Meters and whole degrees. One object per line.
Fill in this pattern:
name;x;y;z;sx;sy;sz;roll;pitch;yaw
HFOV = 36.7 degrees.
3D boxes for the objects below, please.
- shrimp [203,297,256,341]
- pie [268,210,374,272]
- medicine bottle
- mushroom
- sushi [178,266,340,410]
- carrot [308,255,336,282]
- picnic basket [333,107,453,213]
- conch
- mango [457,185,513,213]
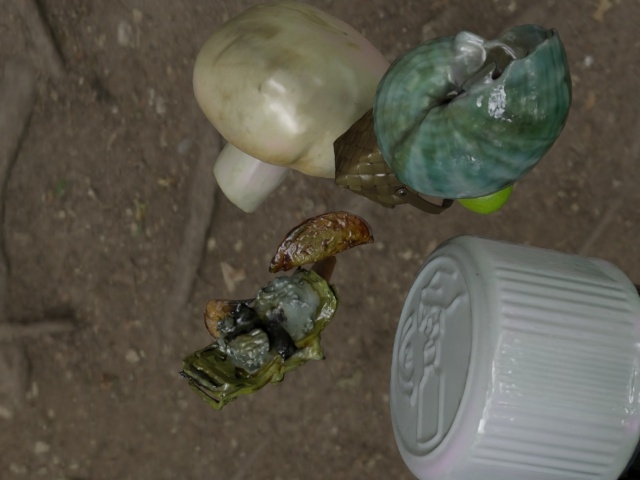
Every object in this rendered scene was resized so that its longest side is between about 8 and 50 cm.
shrimp;-0.136;0.175;1.938;0.075;0.289;0.178;-52;120;-25
pie;0.001;-0.002;1.599;0.191;0.033;0.088;-18;123;-14
medicine bottle;0.251;0.113;0.686;0.395;0.242;0.242;8;126;-11
mushroom;-0.058;-0.235;1.553;0.353;0.353;0.325;-30;132;9
sushi;-0.084;0.158;1.566;0.291;0.139;0.131;-36;143;-28
carrot;-0.006;0.075;1.825;0.055;0.161;0.055;8;124;11
picnic basket;0.121;-0.106;1.348;0.179;0.128;0.138;29;134;-26
conch;0.163;-0.149;1.076;0.195;0.277;0.220;37;96;2
mango;0.217;-0.166;1.705;0.175;0.293;0.143;-54;167;11
